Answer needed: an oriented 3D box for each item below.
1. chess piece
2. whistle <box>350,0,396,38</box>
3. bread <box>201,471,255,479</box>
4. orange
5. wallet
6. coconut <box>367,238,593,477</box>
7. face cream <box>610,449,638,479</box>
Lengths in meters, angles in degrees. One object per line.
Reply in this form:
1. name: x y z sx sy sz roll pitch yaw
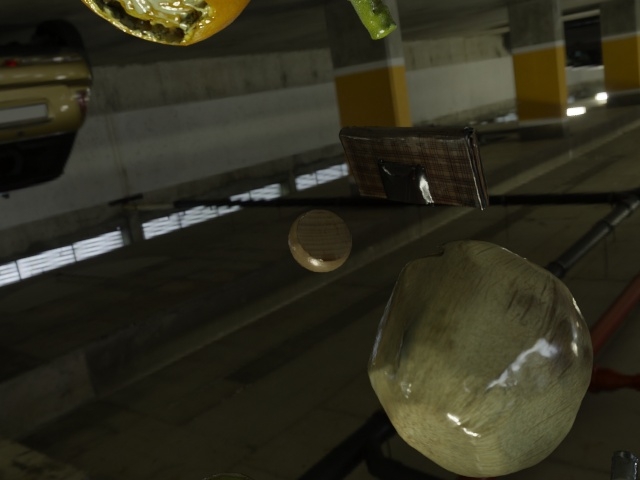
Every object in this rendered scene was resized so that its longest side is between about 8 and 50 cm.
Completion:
1. chess piece: 0.000 0.000 0.853 0.083 0.084 0.038 -16 162 -28
2. whistle: 0.032 -0.349 0.839 0.057 0.198 0.104 -15 -157 44
3. bread: -0.032 0.461 0.861 0.112 0.383 0.166 -37 -171 -6
4. orange: -0.113 -0.209 0.451 0.134 0.155 0.154 -53 -150 -18
5. wallet: 0.129 -0.107 0.942 0.230 0.124 0.042 8 -142 44
6. coconut: 0.152 0.097 0.615 0.224 0.224 0.224 -9 -168 2
7. face cream: 0.613 0.570 1.340 0.071 0.144 0.291 29 -132 -3
